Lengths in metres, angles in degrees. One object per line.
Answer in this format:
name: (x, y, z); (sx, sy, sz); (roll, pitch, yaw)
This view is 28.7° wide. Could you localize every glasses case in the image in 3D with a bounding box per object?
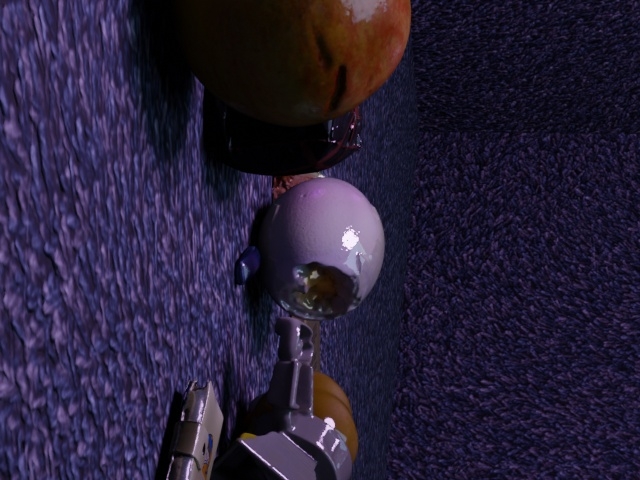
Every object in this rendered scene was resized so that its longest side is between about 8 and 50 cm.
glasses case: (-0.095, 0.033, 1.679); (0.083, 0.023, 0.033); (-62, 153, -71)

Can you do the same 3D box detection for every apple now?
apple: (-0.036, -0.259, 1.313); (0.264, 0.264, 0.264); (1, 90, -80)

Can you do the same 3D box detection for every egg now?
egg: (0.000, 0.000, 1.779); (0.183, 0.183, 0.217); (82, 4, -46)

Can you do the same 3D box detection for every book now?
book: (-0.024, 0.181, 2.118); (0.161, 0.026, 0.230); (-50, 140, -76)

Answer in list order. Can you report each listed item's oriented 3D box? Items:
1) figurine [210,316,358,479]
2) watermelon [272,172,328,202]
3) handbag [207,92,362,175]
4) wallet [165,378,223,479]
figurine: (-0.037, 0.277, 1.638); (0.285, 0.167, 0.342); (-58, 169, -57)
watermelon: (-0.014, -0.051, 1.961); (0.146, 0.128, 0.231); (-110, -167, -64)
handbag: (-0.038, -0.158, 1.552); (0.215, 0.169, 0.155); (-16, 106, -79)
wallet: (-0.144, 0.241, 1.375); (0.110, 0.039, 0.155); (84, 12, -52)
